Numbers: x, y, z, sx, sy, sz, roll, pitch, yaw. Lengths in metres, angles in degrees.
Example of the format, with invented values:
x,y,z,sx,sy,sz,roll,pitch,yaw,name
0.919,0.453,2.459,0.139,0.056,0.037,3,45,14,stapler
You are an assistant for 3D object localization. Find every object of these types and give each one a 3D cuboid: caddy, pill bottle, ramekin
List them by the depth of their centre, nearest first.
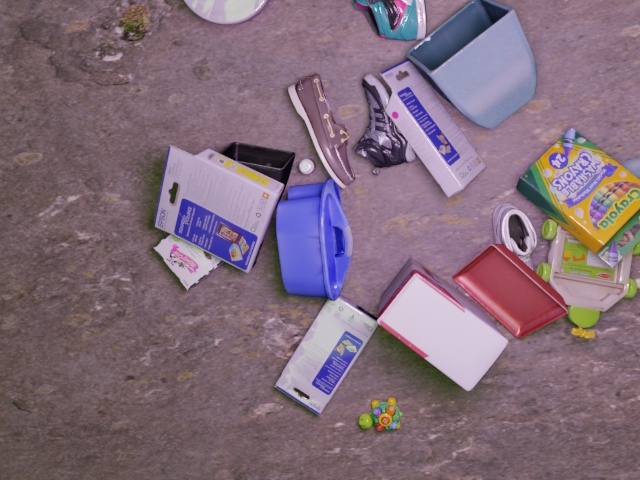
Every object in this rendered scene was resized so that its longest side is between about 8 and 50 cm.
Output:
x,y,z,sx,sy,sz,roll,pitch,yaw,name
0.000,0.000,1.871,0.179,0.241,0.342,0,116,12,caddy
-0.248,-0.721,1.885,0.272,0.127,0.273,1,98,7,ramekin
-0.037,-0.209,1.943,0.043,0.083,0.044,1,97,7,pill bottle

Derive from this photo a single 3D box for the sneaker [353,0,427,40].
x,y,z,sx,sy,sz,roll,pitch,yaw,name
0.174,-0.674,1.841,0.178,0.124,0.296,-10,97,-4,sneaker

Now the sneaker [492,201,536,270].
x,y,z,sx,sy,sz,roll,pitch,yaw,name
0.527,0.049,1.861,0.108,0.169,0.293,-13,97,7,sneaker

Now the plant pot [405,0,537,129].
x,y,z,sx,sy,sz,roll,pitch,yaw,name
0.412,-0.436,1.781,0.247,0.248,0.252,-36,116,10,plant pot

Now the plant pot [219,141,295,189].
x,y,z,sx,sy,sz,roll,pitch,yaw,name
-0.185,-0.161,1.927,0.188,0.187,0.167,10,112,6,plant pot

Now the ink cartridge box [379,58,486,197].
x,y,z,sx,sy,sz,roll,pitch,yaw,name
0.290,-0.304,1.842,0.069,0.175,0.371,-32,94,42,ink cartridge box

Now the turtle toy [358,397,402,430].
x,y,z,sx,sy,sz,roll,pitch,yaw,name
0.176,0.518,2.015,0.130,0.066,0.095,-11,95,8,turtle toy

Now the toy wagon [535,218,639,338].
x,y,z,sx,sy,sz,roll,pitch,yaw,name
0.713,0.088,1.850,0.267,0.068,0.345,10,86,-6,toy wagon

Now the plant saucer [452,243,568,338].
x,y,z,sx,sy,sz,roll,pitch,yaw,name
0.509,0.129,1.852,0.259,0.258,0.048,42,64,6,plant saucer

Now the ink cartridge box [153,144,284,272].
x,y,z,sx,sy,sz,roll,pitch,yaw,name
-0.282,-0.092,1.858,0.307,0.072,0.304,28,132,4,ink cartridge box

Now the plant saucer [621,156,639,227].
x,y,z,sx,sy,sz,roll,pitch,yaw,name
0.875,-0.131,1.837,0.194,0.037,0.195,0,86,-2,plant saucer

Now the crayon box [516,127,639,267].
x,y,z,sx,sy,sz,roll,pitch,yaw,name
0.702,-0.115,1.785,0.203,0.083,0.323,-43,72,-9,crayon box

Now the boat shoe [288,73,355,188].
x,y,z,sx,sy,sz,roll,pitch,yaw,name
0.023,-0.303,1.911,0.096,0.116,0.325,-27,87,13,boat shoe

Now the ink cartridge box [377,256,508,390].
x,y,z,sx,sy,sz,roll,pitch,yaw,name
0.304,0.199,1.800,0.279,0.384,0.160,36,97,2,ink cartridge box

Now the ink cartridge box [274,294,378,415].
x,y,z,sx,sy,sz,roll,pitch,yaw,name
0.018,0.328,2.013,0.165,0.065,0.333,33,98,2,ink cartridge box

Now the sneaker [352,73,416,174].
x,y,z,sx,sy,sz,roll,pitch,yaw,name
0.145,-0.313,1.896,0.153,0.101,0.269,-27,96,7,sneaker

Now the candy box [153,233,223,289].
x,y,z,sx,sy,sz,roll,pitch,yaw,name
-0.358,0.021,2.019,0.196,0.070,0.165,-39,91,10,candy box
